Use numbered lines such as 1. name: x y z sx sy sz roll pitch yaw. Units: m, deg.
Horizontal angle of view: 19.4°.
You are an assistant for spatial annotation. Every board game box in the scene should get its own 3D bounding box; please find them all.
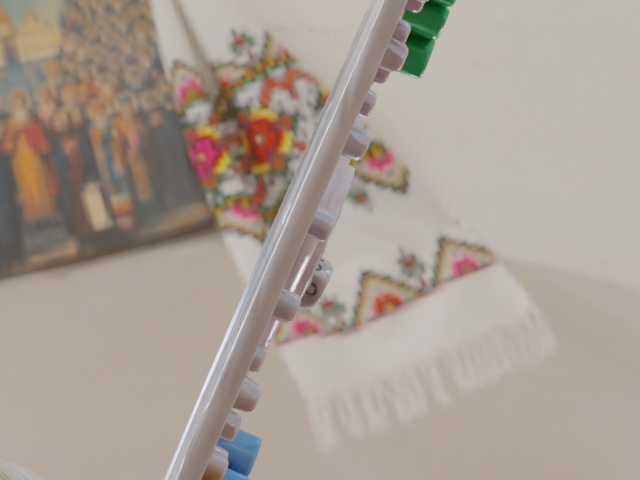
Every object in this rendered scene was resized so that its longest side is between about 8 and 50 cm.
1. board game box: 0.000 0.000 0.968 0.050 0.390 0.390 24 -2 -2

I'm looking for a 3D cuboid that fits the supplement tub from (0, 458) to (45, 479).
1. supplement tub: -0.364 0.286 1.567 0.235 0.235 0.325 -31 -16 18
